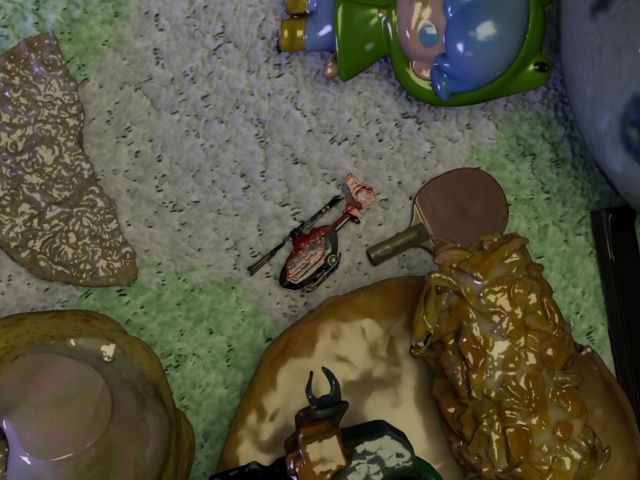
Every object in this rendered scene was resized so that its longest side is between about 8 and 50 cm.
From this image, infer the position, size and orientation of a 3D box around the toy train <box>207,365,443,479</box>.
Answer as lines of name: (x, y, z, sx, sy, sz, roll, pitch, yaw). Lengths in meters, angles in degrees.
toy train: (0.013, 0.324, 1.123, 0.249, 0.178, 0.429, -16, 91, -1)

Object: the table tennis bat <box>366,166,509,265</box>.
table tennis bat: (0.116, -0.015, 1.354, 0.156, 0.013, 0.087, -27, 92, -15)

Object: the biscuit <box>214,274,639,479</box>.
biscuit: (0.097, 0.251, 1.277, 0.429, 0.104, 0.446, 12, 85, -11)

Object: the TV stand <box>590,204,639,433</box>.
TV stand: (0.320, 0.092, 1.370, 0.049, 0.040, 0.256, -8, 86, -13)

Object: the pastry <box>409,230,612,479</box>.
pastry: (0.151, 0.110, 1.190, 0.154, 0.102, 0.250, -21, 90, -16)

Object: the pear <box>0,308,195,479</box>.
pear: (-0.234, 0.187, 1.153, 0.271, 0.271, 0.271, 1, 84, -12)

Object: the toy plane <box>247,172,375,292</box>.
toy plane: (0.000, 0.000, 1.315, 0.060, 0.037, 0.145, 44, 82, 6)

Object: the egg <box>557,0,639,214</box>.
egg: (0.389, -0.212, 1.262, 0.345, 0.345, 0.428, 17, 89, -10)

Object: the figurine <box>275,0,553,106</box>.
figurine: (0.093, -0.211, 1.312, 0.263, 0.143, 0.162, 4, 75, 5)

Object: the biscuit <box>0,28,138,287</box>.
biscuit: (-0.267, -0.060, 1.267, 0.133, 0.032, 0.250, -19, 89, -12)
